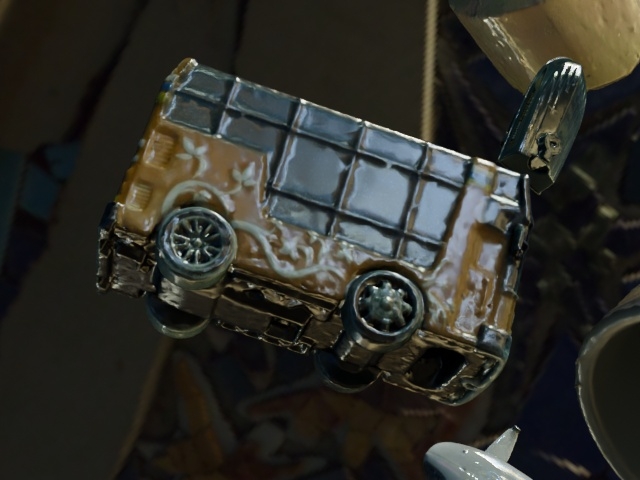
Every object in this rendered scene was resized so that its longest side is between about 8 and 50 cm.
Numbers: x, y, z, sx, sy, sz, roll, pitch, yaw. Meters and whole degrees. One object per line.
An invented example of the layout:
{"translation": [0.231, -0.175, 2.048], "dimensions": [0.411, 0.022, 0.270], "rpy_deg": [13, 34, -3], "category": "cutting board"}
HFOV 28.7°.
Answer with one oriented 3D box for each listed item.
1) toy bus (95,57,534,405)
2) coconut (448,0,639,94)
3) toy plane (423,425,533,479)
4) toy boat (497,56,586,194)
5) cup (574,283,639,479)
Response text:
{"translation": [0.000, 0.000, 0.864], "dimensions": [0.138, 0.275, 0.167], "rpy_deg": [114, 175, -65], "category": "toy bus"}
{"translation": [0.277, -0.315, 1.518], "dimensions": [0.239, 0.244, 0.239], "rpy_deg": [-27, 32, 19], "category": "coconut"}
{"translation": [0.125, 0.160, 0.639], "dimensions": [0.065, 0.171, 0.162], "rpy_deg": [-40, -11, -25], "category": "toy plane"}
{"translation": [0.202, -0.111, 1.113], "dimensions": [0.060, 0.055, 0.141], "rpy_deg": [-22, 36, 56], "category": "toy boat"}
{"translation": [0.349, 0.053, 0.788], "dimensions": [0.257, 0.227, 0.301], "rpy_deg": [-44, 17, -28], "category": "cup"}
